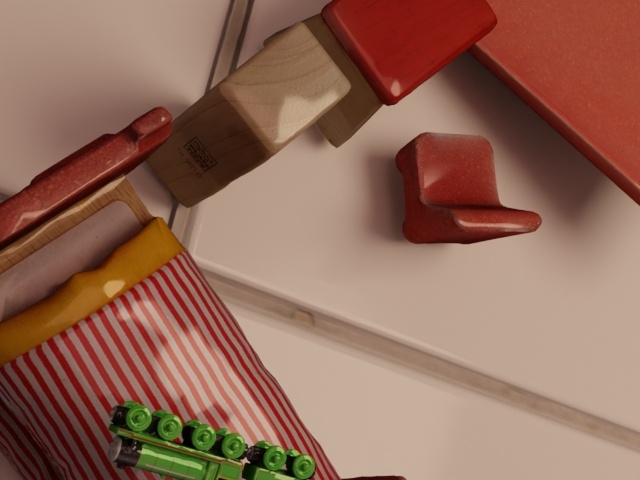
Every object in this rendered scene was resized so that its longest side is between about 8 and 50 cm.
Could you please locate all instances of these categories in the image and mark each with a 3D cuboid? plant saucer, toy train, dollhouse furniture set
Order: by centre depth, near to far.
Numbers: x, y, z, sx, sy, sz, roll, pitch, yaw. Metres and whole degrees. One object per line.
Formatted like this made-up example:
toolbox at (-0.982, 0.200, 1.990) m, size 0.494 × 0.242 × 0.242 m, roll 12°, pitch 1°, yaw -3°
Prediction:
toy train at (-0.039, 0.079, 0.389) m, size 0.083 × 0.017 × 0.023 m, roll 21°, pitch 81°, yaw -23°
dollhouse furniture set at (0.000, 0.000, 0.528) m, size 0.374 × 0.152 × 0.201 m, roll -40°, pitch 99°, yaw -30°
plant saucer at (0.211, -0.155, 0.730) m, size 0.258 × 0.048 × 0.259 m, roll 42°, pitch 63°, yaw 1°
